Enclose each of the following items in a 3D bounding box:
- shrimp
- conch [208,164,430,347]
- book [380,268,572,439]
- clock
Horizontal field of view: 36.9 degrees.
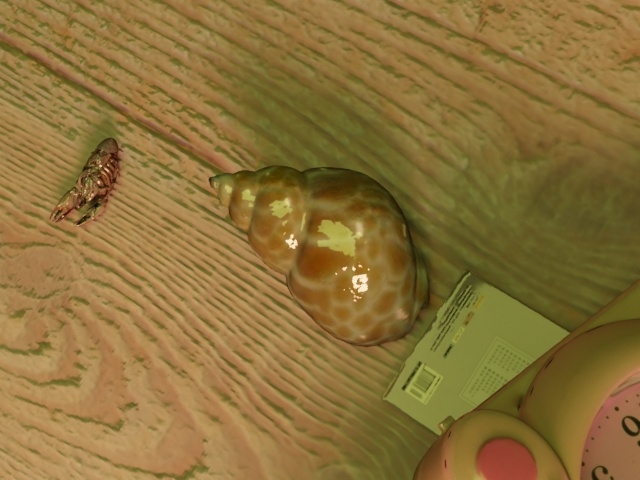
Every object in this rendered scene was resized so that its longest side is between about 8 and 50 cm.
[{"bbox_3d":[-0.204,-0.047,0.859,0.038,0.029,0.092,37,95,12],"label":"shrimp"},{"bbox_3d":[0.012,0.004,0.747,0.116,0.106,0.173,-26,85,28],"label":"conch"},{"bbox_3d":[0.152,0.119,0.723,0.181,0.014,0.127,32,88,20],"label":"book"},{"bbox_3d":[0.241,0.183,0.585,0.284,0.114,0.309,-32,71,-25],"label":"clock"}]
